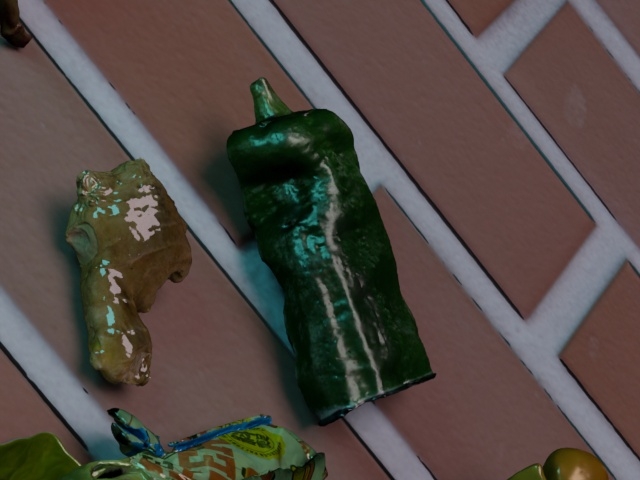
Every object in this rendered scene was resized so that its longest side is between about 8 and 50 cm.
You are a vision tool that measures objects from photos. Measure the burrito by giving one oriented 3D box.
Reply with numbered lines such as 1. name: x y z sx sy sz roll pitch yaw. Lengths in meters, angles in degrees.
1. burrito: -0.093 0.155 1.334 0.104 0.054 0.288 41 22 20

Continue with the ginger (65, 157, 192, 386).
1. ginger: -0.133 0.025 1.400 0.096 0.067 0.165 8 73 -42

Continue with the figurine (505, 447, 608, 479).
1. figurine: 0.200 0.259 1.487 0.228 0.215 0.215 -3 67 -35

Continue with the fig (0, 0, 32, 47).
1. fig: -0.252 -0.272 1.415 0.149 0.148 0.202 17 73 -6

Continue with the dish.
1. dish: -0.204 0.177 1.243 0.137 0.039 0.091 -7 71 -50

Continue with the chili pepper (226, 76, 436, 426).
1. chili pepper: 0.000 0.000 1.520 0.136 0.099 0.270 -18 82 -40
